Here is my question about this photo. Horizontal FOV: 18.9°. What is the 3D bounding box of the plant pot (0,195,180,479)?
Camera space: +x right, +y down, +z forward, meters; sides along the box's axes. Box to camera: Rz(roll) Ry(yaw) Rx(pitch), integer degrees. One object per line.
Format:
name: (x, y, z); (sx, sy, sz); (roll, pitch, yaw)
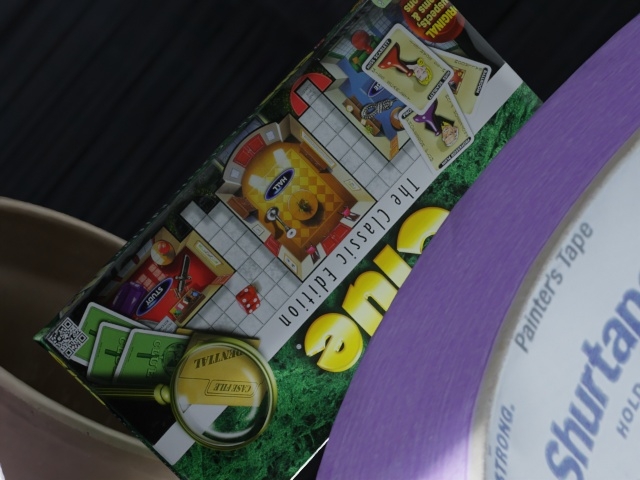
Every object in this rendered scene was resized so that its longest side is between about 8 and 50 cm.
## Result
plant pot: (-0.175, 0.134, 1.105); (0.263, 0.229, 0.263); (28, -161, -11)

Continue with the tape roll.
tape roll: (0.128, 0.028, 0.347); (0.090, 0.275, 0.275); (46, -176, -26)

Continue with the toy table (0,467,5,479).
toy table: (-0.257, 0.106, 0.862); (0.252, 0.161, 0.274); (8, 126, 47)

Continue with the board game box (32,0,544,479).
board game box: (0.000, 0.000, 0.930); (0.136, 0.259, 0.030); (45, 166, -13)
